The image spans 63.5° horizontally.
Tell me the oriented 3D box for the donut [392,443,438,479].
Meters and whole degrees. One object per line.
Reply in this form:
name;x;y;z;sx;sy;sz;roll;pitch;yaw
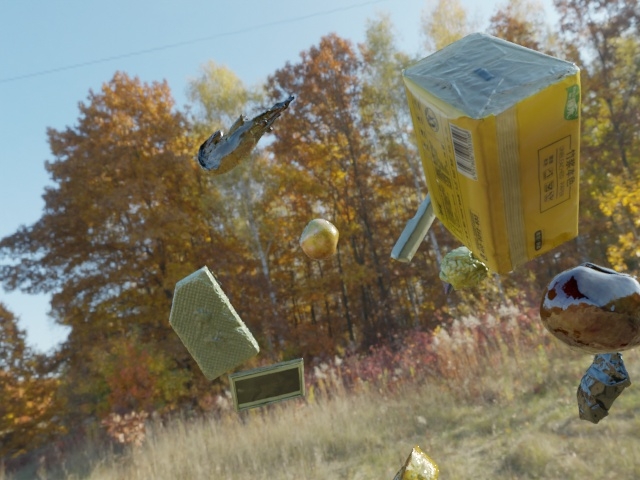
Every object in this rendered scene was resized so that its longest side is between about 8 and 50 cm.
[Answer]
donut;0.274;0.786;1.615;0.108;0.278;0.277;28;-7;13

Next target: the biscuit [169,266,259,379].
biscuit;-0.270;0.202;1.245;0.150;0.252;0.052;-28;11;5

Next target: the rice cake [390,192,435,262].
rice cake;0.269;-0.051;1.394;0.052;0.256;0.057;26;-10;33

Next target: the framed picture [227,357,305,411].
framed picture;-0.204;0.571;2.020;0.293;0.018;0.231;-10;-52;-11

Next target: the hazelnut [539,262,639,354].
hazelnut;0.625;0.161;1.153;0.251;0.217;0.217;3;-18;-18

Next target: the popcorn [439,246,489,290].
popcorn;0.359;0.071;1.265;0.120;0.116;0.106;29;-6;-24

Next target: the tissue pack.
tissue pack;0.341;-0.172;1.027;0.228;0.293;0.382;-27;-51;-6

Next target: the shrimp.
shrimp;-0.176;-0.256;1.158;0.262;0.117;0.066;-48;-21;-6

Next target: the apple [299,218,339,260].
apple;0.000;0.000;1.730;0.146;0.147;0.146;-12;-14;-3

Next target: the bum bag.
bum bag;0.969;0.515;1.792;0.079;0.142;0.327;-4;-56;-16

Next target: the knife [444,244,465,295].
knife;0.448;0.066;1.646;0.035;0.248;0.018;26;-17;6
